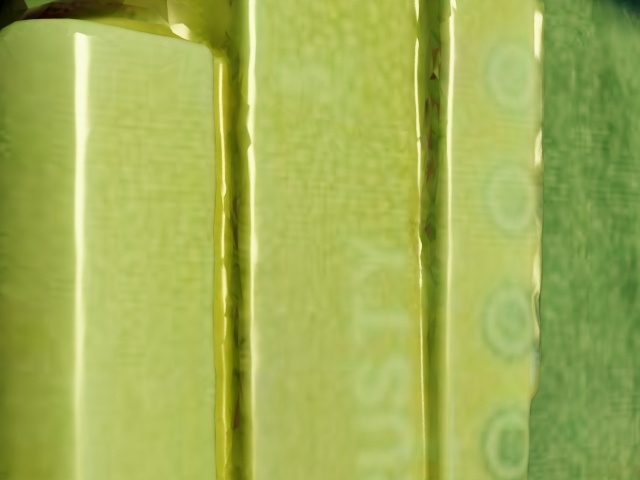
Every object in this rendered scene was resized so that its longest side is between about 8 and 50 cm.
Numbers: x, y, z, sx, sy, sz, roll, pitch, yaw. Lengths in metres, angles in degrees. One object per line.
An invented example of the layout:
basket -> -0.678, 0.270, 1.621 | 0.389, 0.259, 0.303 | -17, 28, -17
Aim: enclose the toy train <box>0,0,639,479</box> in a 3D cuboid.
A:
toy train -> 0.000, 0.000, 0.404 | 0.253, 0.160, 0.397 | 3, 85, -36
